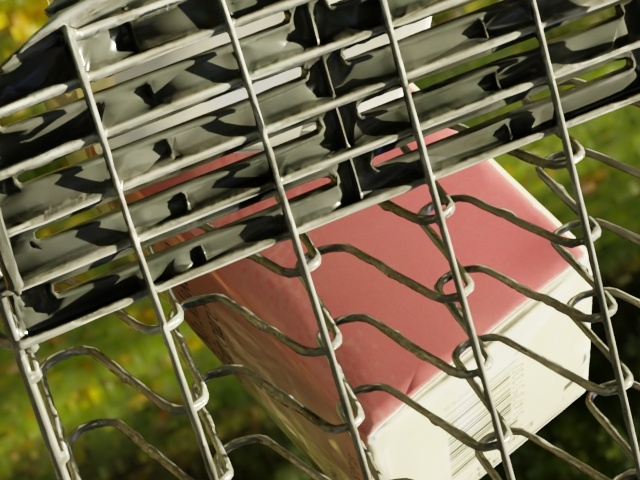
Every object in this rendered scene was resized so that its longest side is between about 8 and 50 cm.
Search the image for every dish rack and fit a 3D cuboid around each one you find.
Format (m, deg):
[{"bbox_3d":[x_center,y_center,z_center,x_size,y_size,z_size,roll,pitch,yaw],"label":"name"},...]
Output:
[{"bbox_3d":[0.016,0.039,0.523,0.208,0.271,0.074,-22,-155,-15],"label":"dish rack"}]

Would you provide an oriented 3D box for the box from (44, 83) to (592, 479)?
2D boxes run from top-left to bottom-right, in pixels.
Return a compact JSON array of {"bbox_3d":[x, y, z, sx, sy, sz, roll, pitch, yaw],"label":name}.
[{"bbox_3d":[0.000,0.000,0.895,0.127,0.232,0.148,-38,154,-13],"label":"box"}]

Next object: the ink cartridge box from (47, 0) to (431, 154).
[{"bbox_3d":[-0.038,-0.167,0.629,0.100,0.237,0.172,-4,139,-21],"label":"ink cartridge box"}]
